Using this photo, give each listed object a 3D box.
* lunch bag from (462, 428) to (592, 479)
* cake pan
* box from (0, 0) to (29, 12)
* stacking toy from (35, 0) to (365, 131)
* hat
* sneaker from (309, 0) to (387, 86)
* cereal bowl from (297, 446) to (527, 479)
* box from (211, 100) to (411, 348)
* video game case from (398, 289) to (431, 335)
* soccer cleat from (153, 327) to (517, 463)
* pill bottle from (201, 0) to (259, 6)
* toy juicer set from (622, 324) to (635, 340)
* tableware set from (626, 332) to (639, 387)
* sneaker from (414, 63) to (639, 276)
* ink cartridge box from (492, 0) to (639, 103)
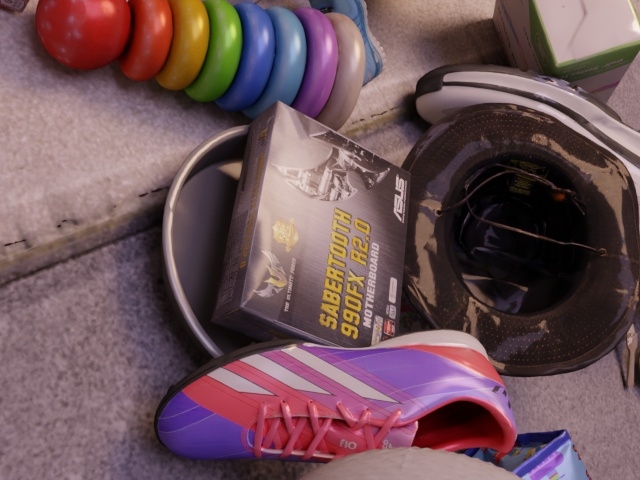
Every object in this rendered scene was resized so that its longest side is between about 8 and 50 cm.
[{"bbox_3d":[0.173,0.367,0.846,0.293,0.138,0.221,-29,93,-32],"label":"lunch bag"},{"bbox_3d":[-0.042,0.024,0.855,0.293,0.054,0.293,17,61,-34],"label":"cake pan"},{"bbox_3d":[-0.264,-0.326,0.687,0.128,0.257,0.123,16,60,-34],"label":"box"},{"bbox_3d":[-0.122,-0.200,0.847,0.330,0.141,0.141,8,67,-31],"label":"stacking toy"},{"bbox_3d":[0.218,0.009,0.984,0.331,0.134,0.332,3,69,-7],"label":"hat"},{"bbox_3d":[0.024,-0.253,1.006,0.073,0.063,0.162,-54,125,-29],"label":"sneaker"},{"bbox_3d":[0.090,0.310,0.677,0.339,0.339,0.141,54,24,-7],"label":"cereal bowl"},{"bbox_3d":[0.000,0.000,0.824,0.183,0.056,0.231,26,57,-29],"label":"box"},{"bbox_3d":[0.124,0.062,1.000,0.166,0.015,0.119,10,66,-36],"label":"video game case"},{"bbox_3d":[0.018,0.153,0.722,0.318,0.109,0.116,-5,34,-16],"label":"soccer cleat"},{"bbox_3d":[-0.057,-0.366,0.959,0.130,0.130,0.246,52,48,-9],"label":"pill bottle"},{"bbox_3d":[0.524,0.077,1.288,0.328,0.089,0.209,1,89,-23],"label":"toy juicer set"},{"bbox_3d":[0.514,0.124,1.212,0.128,0.039,0.194,4,88,-23],"label":"tableware set"},{"bbox_3d":[0.308,-0.050,1.097,0.447,0.169,0.258,21,79,-10],"label":"sneaker"},{"bbox_3d":[0.338,-0.293,1.189,0.353,0.119,0.207,46,27,-77],"label":"ink cartridge box"}]
